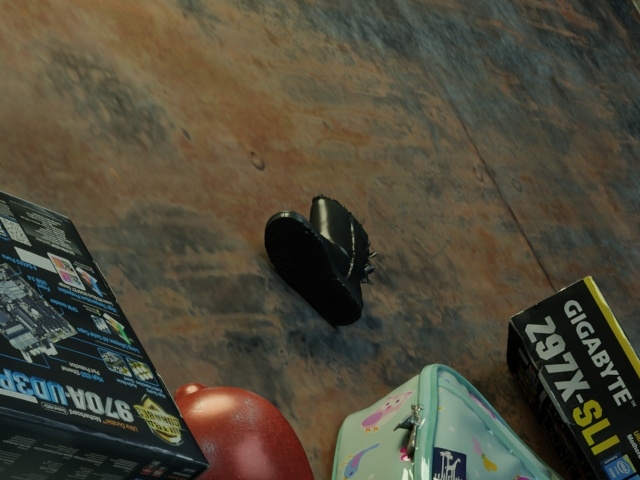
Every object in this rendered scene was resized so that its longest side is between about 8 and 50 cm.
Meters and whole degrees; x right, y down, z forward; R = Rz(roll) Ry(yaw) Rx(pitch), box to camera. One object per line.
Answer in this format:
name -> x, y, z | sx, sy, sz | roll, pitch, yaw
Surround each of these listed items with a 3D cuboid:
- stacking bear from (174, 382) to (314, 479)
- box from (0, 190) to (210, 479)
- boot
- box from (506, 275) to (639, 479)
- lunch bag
stacking bear -> -0.002, 0.208, 1.013 | 0.289, 0.164, 0.175 | 49, 25, -5
box -> -0.165, 0.040, 0.853 | 0.175, 0.051, 0.220 | 56, 16, 28
boot -> 0.000, 0.000, 1.394 | 0.121, 0.045, 0.099 | 52, 26, -29
box -> 0.243, 0.176, 1.448 | 0.257, 0.079, 0.322 | 63, 1, 12
lunch bag -> 0.124, 0.226, 1.269 | 0.279, 0.108, 0.224 | 48, 26, -19
